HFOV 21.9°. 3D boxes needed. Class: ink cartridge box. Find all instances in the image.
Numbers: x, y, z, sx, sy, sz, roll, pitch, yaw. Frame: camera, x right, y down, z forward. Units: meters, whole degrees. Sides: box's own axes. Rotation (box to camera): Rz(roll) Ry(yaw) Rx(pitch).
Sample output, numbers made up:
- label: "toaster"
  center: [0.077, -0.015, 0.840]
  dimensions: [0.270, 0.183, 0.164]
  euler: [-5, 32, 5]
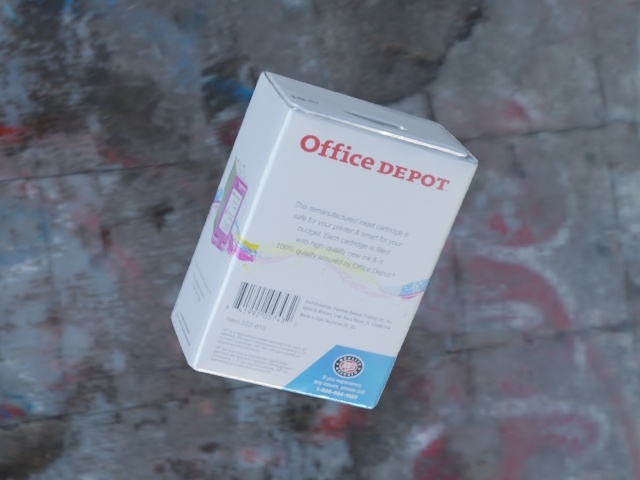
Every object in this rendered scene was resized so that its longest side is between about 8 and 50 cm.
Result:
- label: "ink cartridge box"
  center: [0.000, 0.000, 0.704]
  dimensions: [0.088, 0.052, 0.122]
  euler: [15, 110, -22]
